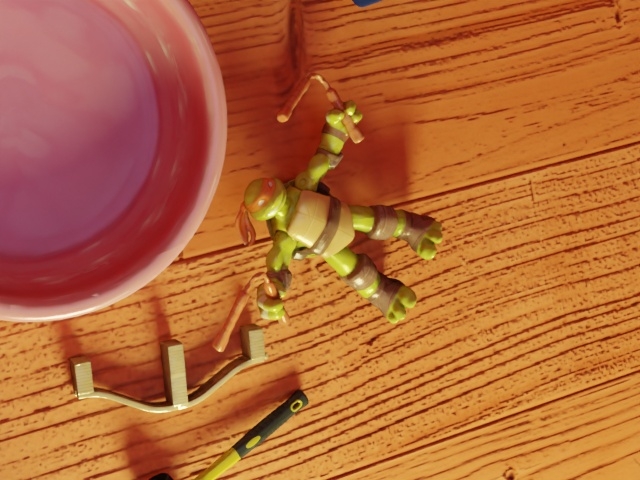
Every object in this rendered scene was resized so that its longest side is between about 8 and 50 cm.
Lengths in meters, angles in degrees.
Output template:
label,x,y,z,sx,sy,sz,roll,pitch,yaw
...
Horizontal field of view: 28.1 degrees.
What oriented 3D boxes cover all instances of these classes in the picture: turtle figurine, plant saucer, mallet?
label,x,y,z,sx,sy,sz,roll,pitch,yaw
turtle figurine,0.000,0.000,1.197,0.217,0.087,0.270,27,74,-32
plant saucer,-0.244,-0.101,1.074,0.332,0.084,0.332,-2,96,-24
mallet,-0.081,0.213,1.207,0.189,0.039,0.062,-30,105,-24

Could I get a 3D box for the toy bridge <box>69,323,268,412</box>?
label,x,y,z,sx,sy,sz,roll,pitch,yaw
toy bridge,-0.134,0.123,1.177,0.188,0.026,0.063,-9,101,-25

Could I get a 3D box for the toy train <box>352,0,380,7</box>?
label,x,y,z,sx,sy,sz,roll,pitch,yaw
toy train,0.008,-0.349,1.168,0.248,0.105,0.143,47,65,-21
